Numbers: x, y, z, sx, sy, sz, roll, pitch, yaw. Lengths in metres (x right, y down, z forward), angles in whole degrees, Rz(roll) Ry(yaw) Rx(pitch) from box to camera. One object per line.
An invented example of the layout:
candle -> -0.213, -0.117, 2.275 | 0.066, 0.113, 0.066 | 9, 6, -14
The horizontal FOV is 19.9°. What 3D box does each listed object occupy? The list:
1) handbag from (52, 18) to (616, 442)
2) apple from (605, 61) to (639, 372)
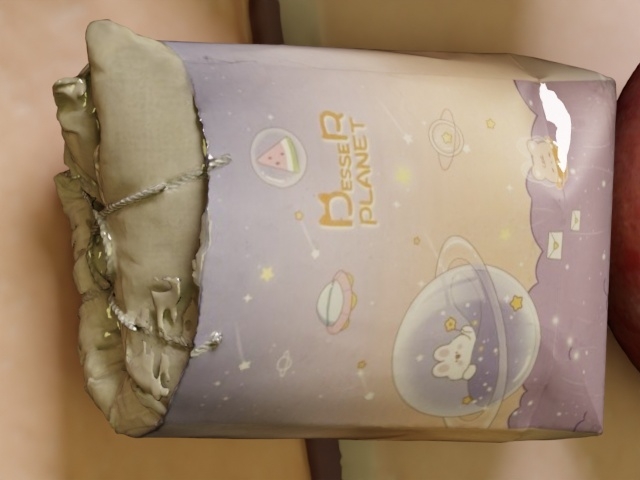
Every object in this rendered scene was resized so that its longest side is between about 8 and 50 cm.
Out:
handbag -> 0.000, 0.000, 0.533 | 0.173, 0.095, 0.117 | 2, 89, -28
apple -> 0.159, -0.009, 0.568 | 0.153, 0.120, 0.153 | -2, 96, -18
